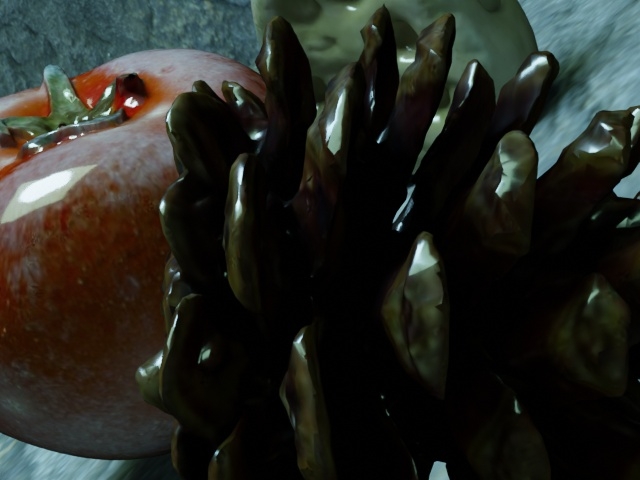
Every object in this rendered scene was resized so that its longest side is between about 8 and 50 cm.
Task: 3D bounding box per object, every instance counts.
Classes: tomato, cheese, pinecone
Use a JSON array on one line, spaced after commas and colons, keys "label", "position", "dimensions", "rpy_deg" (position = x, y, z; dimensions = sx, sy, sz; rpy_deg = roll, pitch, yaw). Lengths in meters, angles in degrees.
[{"label": "tomato", "position": [-0.115, 0.012, 0.840], "dimensions": [0.270, 0.227, 0.270], "rpy_deg": [-15, 27, 8]}, {"label": "cheese", "position": [0.058, -0.149, 1.013], "dimensions": [0.117, 0.218, 0.235], "rpy_deg": [-48, -18, -34]}, {"label": "pinecone", "position": [0.040, 0.028, 0.421], "dimensions": [0.208, 0.208, 0.208], "rpy_deg": [-37, 11, 9]}]
